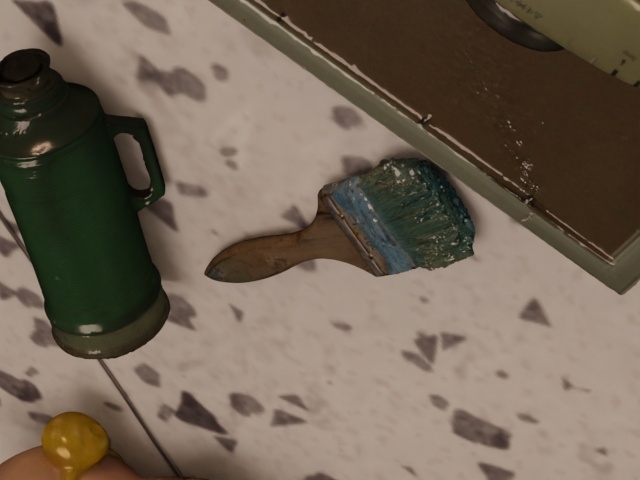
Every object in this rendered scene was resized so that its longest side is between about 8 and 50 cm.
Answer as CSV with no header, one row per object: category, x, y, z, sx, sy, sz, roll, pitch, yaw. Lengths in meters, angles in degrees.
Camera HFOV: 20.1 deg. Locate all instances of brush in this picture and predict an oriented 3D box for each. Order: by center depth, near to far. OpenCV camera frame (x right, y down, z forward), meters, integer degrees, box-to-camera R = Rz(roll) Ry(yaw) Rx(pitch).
brush,0.000,0.000,0.999,0.196,0.021,0.070,-17,118,42

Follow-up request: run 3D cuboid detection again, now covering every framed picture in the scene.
framed picture,0.086,-0.120,0.822,0.296,0.019,0.232,36,137,-5

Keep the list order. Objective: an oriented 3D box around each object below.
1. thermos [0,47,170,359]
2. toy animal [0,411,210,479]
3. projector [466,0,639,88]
thermos,-0.139,-0.022,1.024,0.083,0.073,0.187,9,135,26
toy animal,-0.138,0.212,1.216,0.248,0.149,0.165,25,156,26
projector,0.128,-0.160,0.687,0.269,0.088,0.193,35,130,-3
